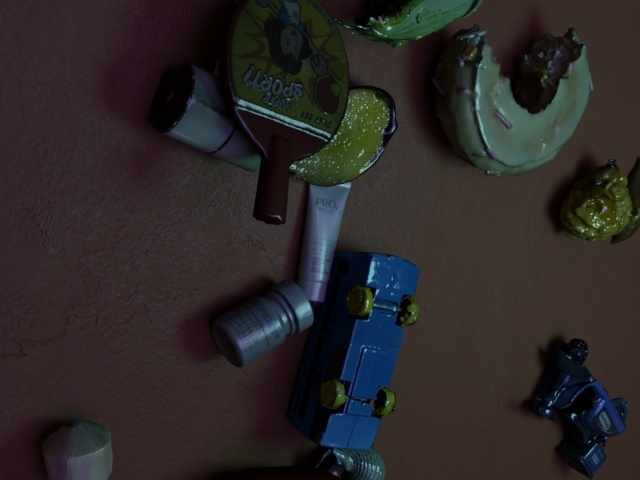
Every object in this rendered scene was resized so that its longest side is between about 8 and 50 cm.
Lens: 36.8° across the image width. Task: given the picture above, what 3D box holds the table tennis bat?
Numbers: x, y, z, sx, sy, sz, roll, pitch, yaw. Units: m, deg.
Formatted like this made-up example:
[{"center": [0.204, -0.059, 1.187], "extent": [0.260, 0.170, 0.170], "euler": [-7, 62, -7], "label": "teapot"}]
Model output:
[{"center": [-0.063, -0.231, 1.604], "extent": [0.268, 0.051, 0.415], "euler": [17, 74, -38], "label": "table tennis bat"}]

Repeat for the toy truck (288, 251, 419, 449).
[{"center": [0.064, 0.206, 1.871], "extent": [0.161, 0.162, 0.385], "euler": [13, 93, -36], "label": "toy truck"}]

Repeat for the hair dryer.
[{"center": [-0.138, -0.318, 1.639], "extent": [0.203, 0.128, 0.362], "euler": [22, 81, -36], "label": "hair dryer"}]

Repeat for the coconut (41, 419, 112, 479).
[{"center": [-0.405, 0.357, 1.612], "extent": [0.116, 0.116, 0.122], "euler": [-13, 113, -32], "label": "coconut"}]

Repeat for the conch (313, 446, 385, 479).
[{"center": [0.055, 0.467, 1.970], "extent": [0.153, 0.102, 0.135], "euler": [37, 98, -13], "label": "conch"}]

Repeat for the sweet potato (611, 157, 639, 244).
[{"center": [0.765, -0.092, 2.344], "extent": [0.068, 0.068, 0.226], "euler": [15, 93, -36], "label": "sweet potato"}]

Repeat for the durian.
[{"center": [0.163, -0.435, 1.811], "extent": [0.375, 0.106, 0.132], "euler": [-24, 117, -29], "label": "durian"}]

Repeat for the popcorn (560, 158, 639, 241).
[{"center": [0.641, -0.077, 2.222], "extent": [0.163, 0.140, 0.194], "euler": [45, 65, -25], "label": "popcorn"}]

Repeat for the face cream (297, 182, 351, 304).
[{"center": [0.000, 0.000, 1.844], "extent": [0.092, 0.058, 0.244], "euler": [9, 90, -31], "label": "face cream"}]

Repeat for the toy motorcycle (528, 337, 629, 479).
[{"center": [0.619, 0.402, 2.330], "extent": [0.212, 0.125, 0.359], "euler": [-45, 122, -15], "label": "toy motorcycle"}]

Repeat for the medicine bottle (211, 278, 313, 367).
[{"center": [-0.107, 0.152, 1.774], "extent": [0.168, 0.105, 0.105], "euler": [-29, 116, -26], "label": "medicine bottle"}]

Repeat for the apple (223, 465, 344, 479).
[{"center": [-0.061, 0.564, 1.809], "extent": [0.316, 0.288, 0.288], "euler": [23, 88, -24], "label": "apple"}]

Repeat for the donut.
[{"center": [0.389, -0.286, 1.980], "extent": [0.371, 0.150, 0.308], "euler": [-7, 106, -33], "label": "donut"}]

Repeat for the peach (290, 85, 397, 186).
[{"center": [0.024, -0.194, 1.802], "extent": [0.279, 0.068, 0.189], "euler": [-22, 121, -31], "label": "peach"}]
